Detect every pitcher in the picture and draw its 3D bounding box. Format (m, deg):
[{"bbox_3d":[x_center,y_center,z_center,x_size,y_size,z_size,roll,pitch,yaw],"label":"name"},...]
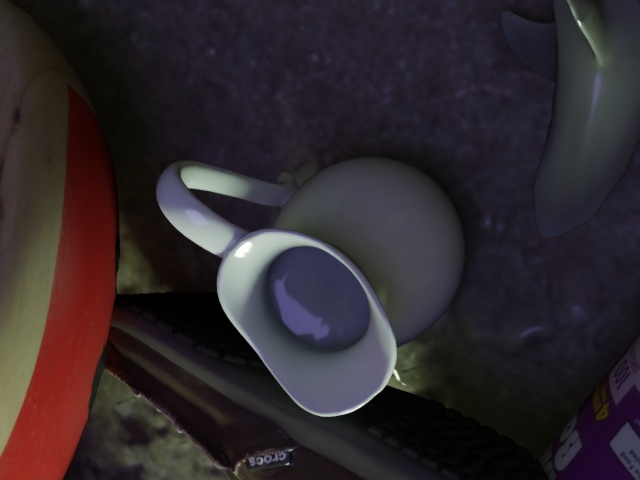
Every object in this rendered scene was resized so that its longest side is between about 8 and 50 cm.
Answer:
[{"bbox_3d":[0.000,0.000,0.695,0.178,0.207,0.125,44,114,4],"label":"pitcher"}]

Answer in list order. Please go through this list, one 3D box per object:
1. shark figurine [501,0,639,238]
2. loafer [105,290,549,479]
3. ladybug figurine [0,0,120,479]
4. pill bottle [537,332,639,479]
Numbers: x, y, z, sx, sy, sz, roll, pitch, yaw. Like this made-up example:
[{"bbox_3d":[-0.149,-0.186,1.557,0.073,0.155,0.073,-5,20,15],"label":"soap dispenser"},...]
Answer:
[{"bbox_3d":[0.131,-0.154,0.636,0.166,0.116,0.278,-28,86,28],"label":"shark figurine"},{"bbox_3d":[-0.030,0.136,0.731,0.366,0.133,0.130,26,106,38],"label":"loafer"},{"bbox_3d":[-0.249,0.049,0.741,0.305,0.162,0.449,-16,58,41],"label":"ladybug figurine"},{"bbox_3d":[0.198,0.200,0.700,0.169,0.169,0.301,35,113,8],"label":"pill bottle"}]
